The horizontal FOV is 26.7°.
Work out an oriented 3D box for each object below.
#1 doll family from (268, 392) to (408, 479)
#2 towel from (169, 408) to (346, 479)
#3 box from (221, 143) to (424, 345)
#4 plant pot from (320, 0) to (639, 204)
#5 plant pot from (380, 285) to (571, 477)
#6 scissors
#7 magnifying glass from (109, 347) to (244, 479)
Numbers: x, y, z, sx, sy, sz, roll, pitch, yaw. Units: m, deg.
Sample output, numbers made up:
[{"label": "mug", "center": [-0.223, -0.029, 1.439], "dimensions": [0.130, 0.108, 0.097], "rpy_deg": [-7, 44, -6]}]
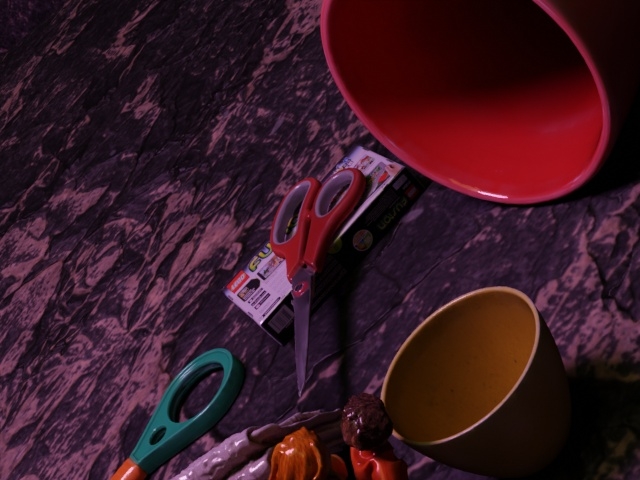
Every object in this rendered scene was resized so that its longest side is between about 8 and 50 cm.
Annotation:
[{"label": "doll family", "center": [0.030, 0.205, 0.839], "dimensions": [0.118, 0.163, 0.263], "rpy_deg": [-24, 33, -8]}, {"label": "towel", "center": [-0.113, 0.219, 1.069], "dimensions": [0.282, 0.049, 0.187], "rpy_deg": [-36, -14, 16]}, {"label": "box", "center": [0.000, 0.000, 1.335], "dimensions": [0.207, 0.036, 0.114], "rpy_deg": [-48, 28, -5]}, {"label": "plant pot", "center": [0.178, -0.206, 1.169], "dimensions": [0.275, 0.275, 0.243], "rpy_deg": [-6, 36, 50]}, {"label": "plant pot", "center": [0.124, 0.114, 0.956], "dimensions": [0.134, 0.095, 0.134], "rpy_deg": [-33, 31, 23]}, {"label": "scissors", "center": [-0.021, 0.040, 1.256], "dimensions": [0.109, 0.021, 0.297], "rpy_deg": [-20, 38, 33]}, {"label": "magnifying glass", "center": [-0.158, 0.199, 1.299], "dimensions": [0.231, 0.026, 0.092], "rpy_deg": [-48, 28, -10]}]
